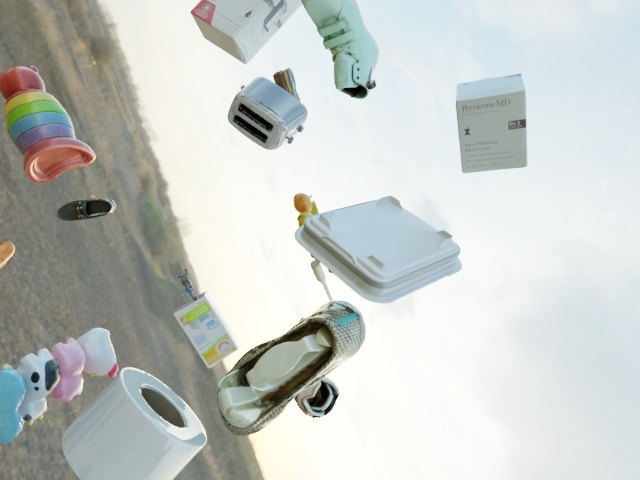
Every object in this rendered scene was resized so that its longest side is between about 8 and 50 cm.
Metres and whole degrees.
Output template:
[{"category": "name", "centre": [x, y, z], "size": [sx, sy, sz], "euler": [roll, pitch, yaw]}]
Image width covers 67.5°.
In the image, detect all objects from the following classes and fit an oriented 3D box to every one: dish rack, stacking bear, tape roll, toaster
[{"category": "dish rack", "centre": [0.140, -0.005, 1.059], "size": [0.285, 0.332, 0.072], "euler": [40, -50, 33]}, {"category": "stacking bear", "centre": [-0.761, -0.332, 1.282], "size": [0.289, 0.175, 0.164], "euler": [61, -13, 8]}, {"category": "tape roll", "centre": [-0.392, 0.418, 1.028], "size": [0.246, 0.169, 0.246], "euler": [40, -9, 8]}, {"category": "toaster", "centre": [-0.156, -0.356, 1.335], "size": [0.227, 0.146, 0.129], "euler": [36, -49, -3]}]

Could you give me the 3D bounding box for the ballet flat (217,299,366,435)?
[{"category": "ballet flat", "centre": [-0.112, 0.292, 1.037], "size": [0.164, 0.483, 0.182], "euler": [56, 25, 18]}]

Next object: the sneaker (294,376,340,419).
[{"category": "sneaker", "centre": [-0.004, 0.482, 1.457], "size": [0.127, 0.126, 0.321], "euler": [21, -21, 36]}]

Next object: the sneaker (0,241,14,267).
[{"category": "sneaker", "centre": [-0.794, 0.074, 1.132], "size": [0.067, 0.175, 0.064], "euler": [21, -31, 26]}]

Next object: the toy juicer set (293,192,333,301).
[{"category": "toy juicer set", "centre": [0.000, 0.000, 1.420], "size": [0.209, 0.089, 0.329], "euler": [64, 9, -68]}]

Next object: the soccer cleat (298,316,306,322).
[{"category": "soccer cleat", "centre": [-0.073, 0.329, 1.689], "size": [0.179, 0.072, 0.060], "euler": [100, -32, -54]}]

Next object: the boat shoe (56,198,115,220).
[{"category": "boat shoe", "centre": [-0.563, -0.074, 1.144], "size": [0.042, 0.132, 0.049], "euler": [-148, -132, -74]}]

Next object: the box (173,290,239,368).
[{"category": "box", "centre": [-0.353, 0.276, 1.500], "size": [0.203, 0.114, 0.103], "euler": [60, -6, -8]}]

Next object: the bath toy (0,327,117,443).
[{"category": "bath toy", "centre": [-0.581, 0.307, 1.068], "size": [0.129, 0.151, 0.348], "euler": [50, 12, 2]}]

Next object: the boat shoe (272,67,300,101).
[{"category": "boat shoe", "centre": [-0.098, -0.428, 1.453], "size": [0.064, 0.060, 0.178], "euler": [-68, 148, -60]}]

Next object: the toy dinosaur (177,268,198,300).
[{"category": "toy dinosaur", "centre": [-0.382, 0.134, 1.406], "size": [0.082, 0.047, 0.090], "euler": [61, 26, -24]}]

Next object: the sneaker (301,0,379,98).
[{"category": "sneaker", "centre": [0.044, -0.408, 1.004], "size": [0.094, 0.256, 0.151], "euler": [-8, -116, 36]}]

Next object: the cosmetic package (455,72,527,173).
[{"category": "cosmetic package", "centre": [0.408, -0.279, 1.144], "size": [0.151, 0.151, 0.184], "euler": [-64, 144, -53]}]

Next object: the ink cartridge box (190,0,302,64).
[{"category": "ink cartridge box", "centre": [-0.167, -0.546, 1.118], "size": [0.158, 0.218, 0.092], "euler": [37, -9, 20]}]
